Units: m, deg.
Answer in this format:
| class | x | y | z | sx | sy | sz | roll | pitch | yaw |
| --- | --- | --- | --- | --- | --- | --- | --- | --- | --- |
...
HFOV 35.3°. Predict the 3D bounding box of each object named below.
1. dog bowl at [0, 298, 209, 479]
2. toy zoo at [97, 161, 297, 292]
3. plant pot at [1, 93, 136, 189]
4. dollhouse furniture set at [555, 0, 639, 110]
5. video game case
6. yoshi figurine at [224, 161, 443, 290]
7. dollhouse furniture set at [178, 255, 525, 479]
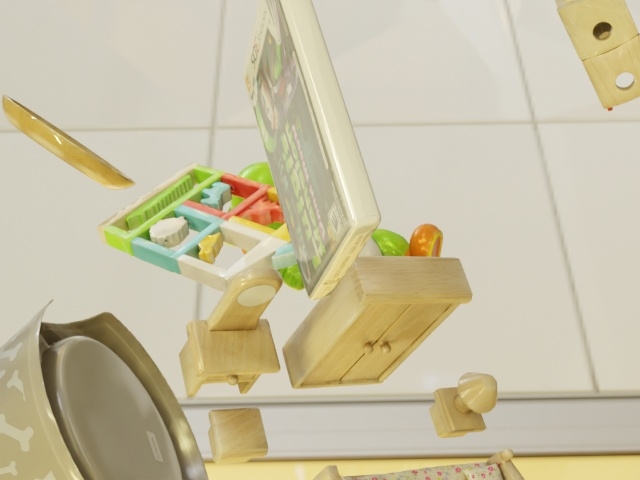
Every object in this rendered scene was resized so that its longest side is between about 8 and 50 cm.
| class | x | y | z | sx | sy | sz | roll | pitch | yaw |
| --- | --- | --- | --- | --- | --- | --- | --- | --- | --- |
| dog bowl | -0.253 | 0.235 | 1.148 | 0.349 | 0.102 | 0.349 | 60 | -172 | -15 |
| toy zoo | -0.129 | -0.017 | 1.332 | 0.192 | 0.293 | 0.030 | -40 | -45 | -37 |
| plant pot | -0.386 | -0.141 | 1.524 | 0.032 | 0.236 | 0.236 | -55 | -2 | -2 |
| dollhouse furniture set | 0.359 | -0.251 | 1.077 | 0.129 | 0.183 | 0.129 | 58 | -159 | -23 |
| video game case | -0.013 | -0.070 | 0.681 | 0.173 | 0.022 | 0.190 | 118 | 137 | -70 |
| yoshi figurine | -0.006 | -0.013 | 1.534 | 0.203 | 0.362 | 0.203 | 5 | -78 | -67 |
| dollhouse furniture set | 0.069 | 0.205 | 0.848 | 0.174 | 0.303 | 0.356 | -55 | 43 | 46 |
